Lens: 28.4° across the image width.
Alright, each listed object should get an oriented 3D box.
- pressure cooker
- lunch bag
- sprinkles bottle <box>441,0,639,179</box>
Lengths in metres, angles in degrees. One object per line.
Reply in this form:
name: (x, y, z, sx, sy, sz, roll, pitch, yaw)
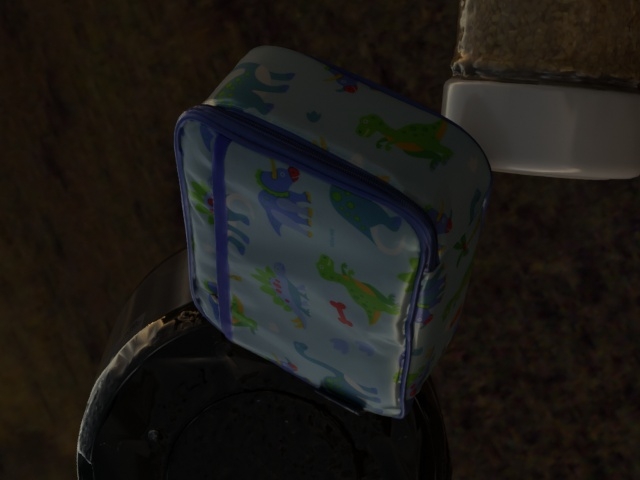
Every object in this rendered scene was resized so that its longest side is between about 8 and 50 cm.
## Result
pressure cooker: (-0.062, 0.172, 1.379, 0.420, 0.370, 0.375, -107, 2, -76)
lunch bag: (0.000, 0.000, 0.750, 0.176, 0.090, 0.219, 28, 146, 17)
sprinkles bottle: (0.142, -0.215, 0.721, 0.121, 0.121, 0.355, 17, 104, 63)
